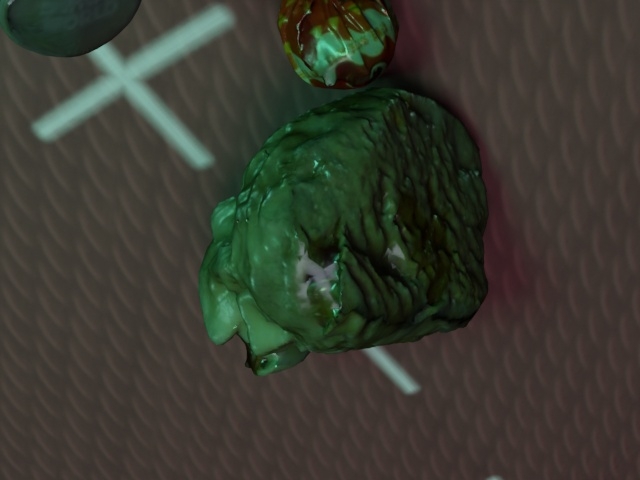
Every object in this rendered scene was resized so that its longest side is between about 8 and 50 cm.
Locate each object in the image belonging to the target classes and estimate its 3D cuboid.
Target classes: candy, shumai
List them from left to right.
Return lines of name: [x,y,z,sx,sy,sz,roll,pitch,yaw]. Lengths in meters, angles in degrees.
candy: [-0.028,-0.224,0.680,0.078,0.084,0.288,-18,120,17]
shumai: [0.002,0.000,0.805,0.218,0.189,0.256,-17,164,37]

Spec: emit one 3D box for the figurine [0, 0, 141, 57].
figurine: [-0.228,-0.229,0.516,0.380,0.203,0.248,34,141,21]
